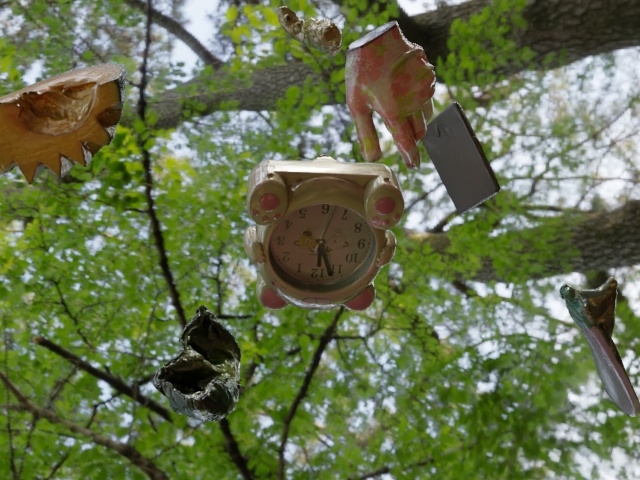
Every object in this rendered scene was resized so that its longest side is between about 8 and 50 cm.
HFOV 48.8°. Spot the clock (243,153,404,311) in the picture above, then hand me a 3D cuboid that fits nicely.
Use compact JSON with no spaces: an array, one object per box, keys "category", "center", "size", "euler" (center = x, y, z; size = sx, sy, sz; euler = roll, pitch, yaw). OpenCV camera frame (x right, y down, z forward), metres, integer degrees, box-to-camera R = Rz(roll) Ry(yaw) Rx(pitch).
[{"category":"clock","center":[0.000,0.000,1.312],"size":[0.284,0.114,0.309],"euler":[0,-56,-7]}]

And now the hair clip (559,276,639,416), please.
[{"category":"hair clip","center":[0.505,0.205,1.233],"size":[0.095,0.110,0.358],"euler":[-49,-51,-29]}]

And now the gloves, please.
[{"category":"gloves","center":[0.126,-0.219,1.146],"size":[0.145,0.126,0.241],"euler":[-44,-64,-31]}]

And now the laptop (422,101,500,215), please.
[{"category":"laptop","center":[0.290,-0.169,1.476],"size":[0.026,0.154,0.207],"euler":[-20,-100,-30]}]

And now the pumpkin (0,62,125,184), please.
[{"category":"pumpkin","center":[-0.381,-0.177,1.059],"size":[0.149,0.254,0.130],"euler":[-82,-21,-63]}]

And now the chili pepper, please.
[{"category":"chili pepper","center":[-0.231,0.263,1.374],"size":[0.116,0.264,0.148],"euler":[-36,-66,14]}]

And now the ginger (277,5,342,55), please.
[{"category":"ginger","center":[-0.017,-0.364,1.236],"size":[0.051,0.173,0.069],"euler":[-52,-45,-8]}]
